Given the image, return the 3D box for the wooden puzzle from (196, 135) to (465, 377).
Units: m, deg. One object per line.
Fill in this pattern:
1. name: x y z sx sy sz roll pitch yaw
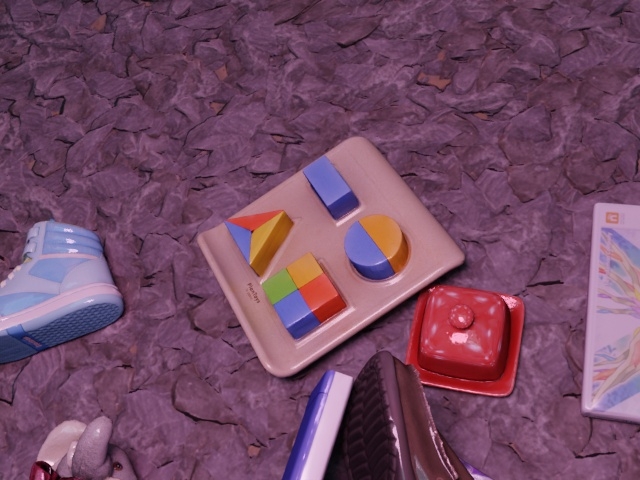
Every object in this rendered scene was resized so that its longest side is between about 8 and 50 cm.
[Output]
1. wooden puzzle: 0.000 0.000 1.170 0.348 0.080 0.322 -31 54 -4

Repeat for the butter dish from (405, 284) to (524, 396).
1. butter dish: 0.204 0.126 1.055 0.160 0.118 0.159 7 65 17

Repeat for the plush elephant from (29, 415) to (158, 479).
1. plush elephant: -0.342 0.360 1.007 0.272 0.330 0.255 23 48 9

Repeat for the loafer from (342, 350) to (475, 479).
1. loafer: 0.123 0.307 0.875 0.130 0.134 0.365 5 56 -26

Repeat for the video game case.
1. video game case: 0.531 0.105 1.033 0.300 0.036 0.328 5 66 16

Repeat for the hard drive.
1. hard drive: -0.036 0.340 0.953 0.040 0.210 0.318 20 69 0

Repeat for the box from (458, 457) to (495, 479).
1. box: 0.159 0.362 0.952 0.207 0.108 0.153 28 74 24

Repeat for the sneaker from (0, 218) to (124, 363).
1. sneaker: -0.503 0.079 1.248 0.319 0.127 0.208 -17 63 -6
